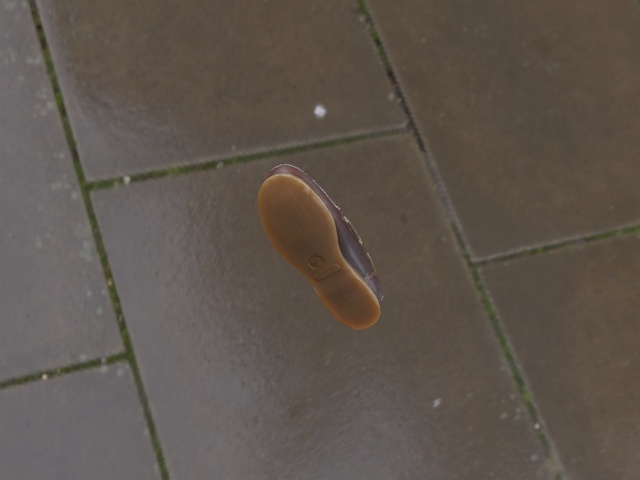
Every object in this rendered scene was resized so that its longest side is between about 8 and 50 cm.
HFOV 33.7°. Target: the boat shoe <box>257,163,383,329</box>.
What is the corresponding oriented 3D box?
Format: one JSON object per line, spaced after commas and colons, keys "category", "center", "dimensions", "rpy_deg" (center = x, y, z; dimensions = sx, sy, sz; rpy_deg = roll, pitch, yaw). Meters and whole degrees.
{"category": "boat shoe", "center": [0.000, 0.000, 1.100], "dimensions": [0.073, 0.207, 0.073], "rpy_deg": [-19, 32, 19]}
